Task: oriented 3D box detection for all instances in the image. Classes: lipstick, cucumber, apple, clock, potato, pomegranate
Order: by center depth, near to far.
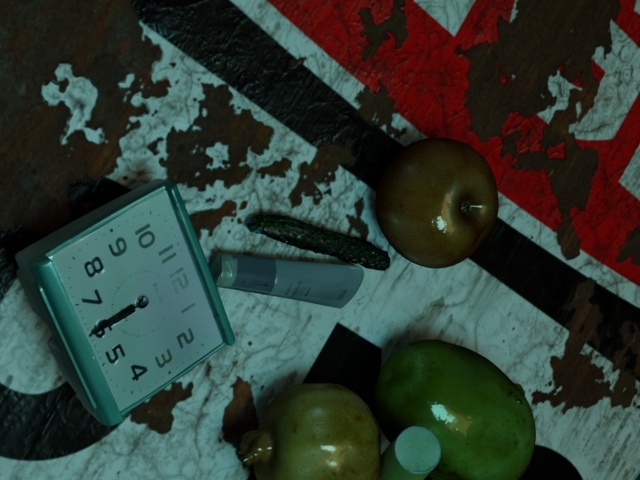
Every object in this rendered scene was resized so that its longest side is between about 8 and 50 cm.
[{"bbox_3d":[-0.264,0.076,1.661,0.231,0.116,0.262,-33,121,-28],"label":"clock"},{"bbox_3d":[-0.005,0.311,1.848,0.207,0.207,0.207,-10,109,-31],"label":"pomegranate"},{"bbox_3d":[0.000,0.001,1.850,0.257,0.043,0.044,17,89,-35],"label":"cucumber"},{"bbox_3d":[0.184,-0.055,1.883,0.201,0.162,0.201,-10,109,-29],"label":"apple"},{"bbox_3d":[0.116,0.357,1.897,0.076,0.304,0.076,4,67,-9],"label":"lipstick"},{"bbox_3d":[0.215,0.282,1.979,0.304,0.216,0.215,30,86,-26],"label":"potato"}]

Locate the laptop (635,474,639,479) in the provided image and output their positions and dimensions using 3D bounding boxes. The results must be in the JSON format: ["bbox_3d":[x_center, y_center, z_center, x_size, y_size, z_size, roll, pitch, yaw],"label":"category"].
[{"bbox_3d":[0.722,0.512,2.499,0.187,0.015,0.269,-48,124,-13],"label":"laptop"}]

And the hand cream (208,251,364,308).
[{"bbox_3d":[-0.048,0.059,1.828,0.255,0.048,0.079,8,127,-36],"label":"hand cream"}]

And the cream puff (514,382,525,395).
[{"bbox_3d":[0.322,0.284,2.137,0.083,0.058,0.083,25,91,-34],"label":"cream puff"}]
